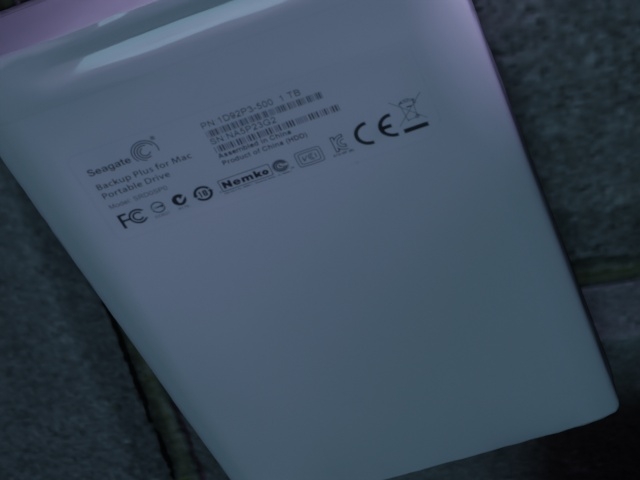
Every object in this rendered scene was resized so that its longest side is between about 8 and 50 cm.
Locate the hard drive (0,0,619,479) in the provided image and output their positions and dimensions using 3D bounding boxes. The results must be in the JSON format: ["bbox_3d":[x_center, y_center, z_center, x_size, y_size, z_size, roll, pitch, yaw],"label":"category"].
[{"bbox_3d":[0.000,0.000,0.627,0.203,0.040,0.307,-18,131,13],"label":"hard drive"}]
